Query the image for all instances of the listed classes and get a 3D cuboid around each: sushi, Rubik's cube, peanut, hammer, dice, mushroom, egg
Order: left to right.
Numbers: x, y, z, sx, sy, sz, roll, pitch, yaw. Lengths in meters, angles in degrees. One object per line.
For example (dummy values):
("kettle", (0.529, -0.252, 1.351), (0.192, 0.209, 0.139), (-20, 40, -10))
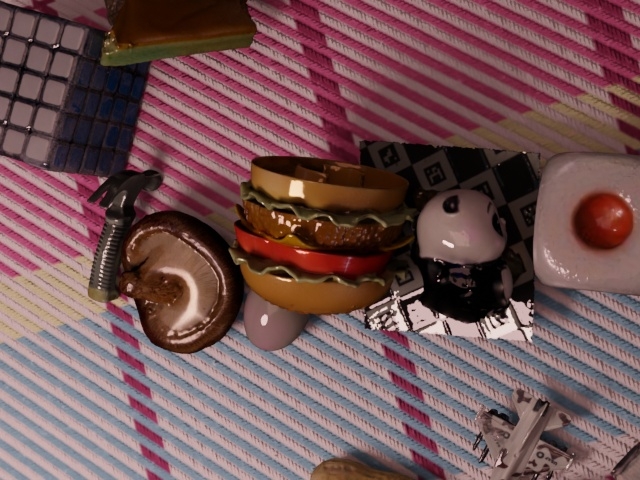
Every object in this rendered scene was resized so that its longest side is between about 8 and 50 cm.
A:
("Rubik's cube", (-0.444, -0.240, 1.983), (0.238, 0.237, 0.237), (16, 92, 19))
("hammer", (-0.336, -0.006, 2.001), (0.041, 0.159, 0.226), (24, 108, 19))
("mushroom", (-0.216, 0.062, 1.961), (0.194, 0.138, 0.231), (-9, 96, 4))
("egg", (-0.067, 0.108, 1.916), (0.103, 0.103, 0.135), (22, 96, 18))
("peanut", (0.085, 0.394, 1.863), (0.214, 0.090, 0.098), (10, 79, 19))
("sushi", (0.197, -0.002, 1.855), (0.292, 0.059, 0.294), (4, 98, 29))
("dice", (0.405, -0.022, 1.720), (0.194, 0.192, 0.193), (4, 88, 17))

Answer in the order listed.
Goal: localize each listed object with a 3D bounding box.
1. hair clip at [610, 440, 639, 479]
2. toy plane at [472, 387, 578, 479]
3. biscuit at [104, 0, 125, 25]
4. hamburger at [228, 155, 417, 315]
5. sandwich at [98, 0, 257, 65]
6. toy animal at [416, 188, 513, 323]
("hair clip", (0.512, 0.274, 1.738), (0.159, 0.071, 0.218), (39, 106, 11))
("toy plane", (0.285, 0.320, 1.814), (0.160, 0.082, 0.234), (28, 111, 7))
("biscuit", (-0.331, -0.483, 2.048), (0.108, 0.062, 0.239), (-20, 81, 18))
("hamburger", (0.000, 0.000, 1.781), (0.274, 0.274, 0.212), (13, 103, 18))
("sandwich", (-0.204, -0.345, 1.911), (0.212, 0.063, 0.245), (18, 55, -2))
("toy animal", (0.205, 0.017, 1.723), (0.138, 0.166, 0.179), (0, 94, -6))
